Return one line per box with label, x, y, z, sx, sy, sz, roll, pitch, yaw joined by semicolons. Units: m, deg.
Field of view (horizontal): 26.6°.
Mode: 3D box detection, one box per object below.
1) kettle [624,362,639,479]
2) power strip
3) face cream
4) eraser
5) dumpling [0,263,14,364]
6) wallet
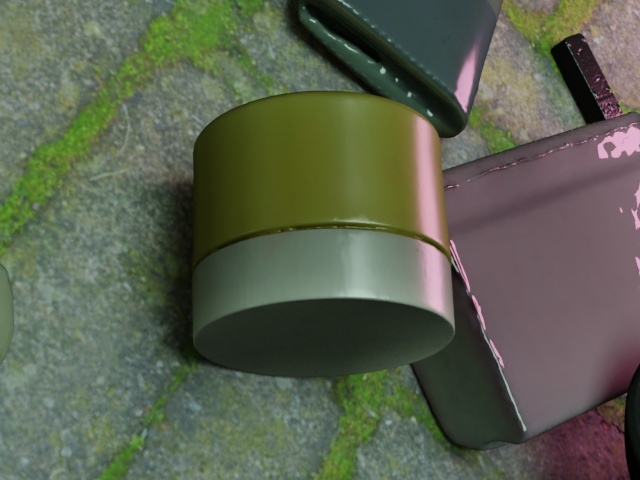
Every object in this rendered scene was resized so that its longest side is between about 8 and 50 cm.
kettle;0.430;0.206;1.323;0.268;0.290;0.207;-29;59;-3
power strip;0.308;-0.183;1.562;0.038;0.029;0.111;-21;82;-39
face cream;0.000;0.000;1.144;0.218;0.218;0.179;12;64;-32
eraser;0.237;0.036;1.367;0.359;0.122;0.272;-20;86;-38
dumpling;-0.346;0.035;0.897;0.318;0.187;0.243;29;49;-24
wallet;0.105;-0.313;1.439;0.252;0.083;0.360;36;53;-26
